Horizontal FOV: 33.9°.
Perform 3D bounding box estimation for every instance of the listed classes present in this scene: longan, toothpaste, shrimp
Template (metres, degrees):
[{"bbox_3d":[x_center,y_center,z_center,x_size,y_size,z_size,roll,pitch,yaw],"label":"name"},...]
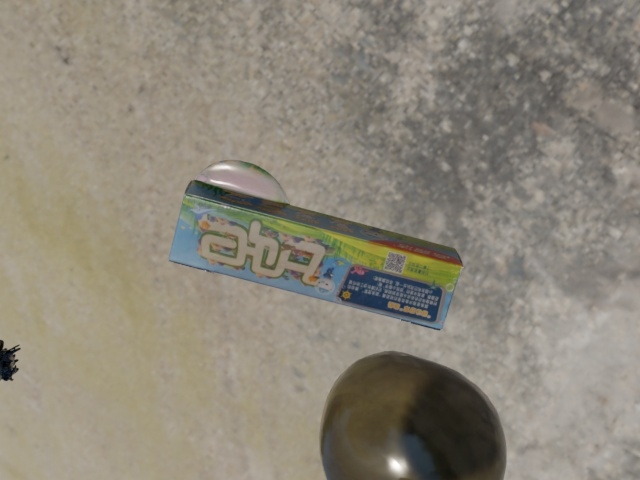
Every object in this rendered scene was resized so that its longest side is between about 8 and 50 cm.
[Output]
[{"bbox_3d":[0.095,0.213,1.065,0.198,0.198,0.212,3,137,48],"label":"longan"},{"bbox_3d":[0.000,0.000,0.716,0.193,0.070,0.044,14,-164,-4],"label":"toothpaste"},{"bbox_3d":[-0.413,0.153,1.292,0.090,0.079,0.233,5,162,-39],"label":"shrimp"}]
